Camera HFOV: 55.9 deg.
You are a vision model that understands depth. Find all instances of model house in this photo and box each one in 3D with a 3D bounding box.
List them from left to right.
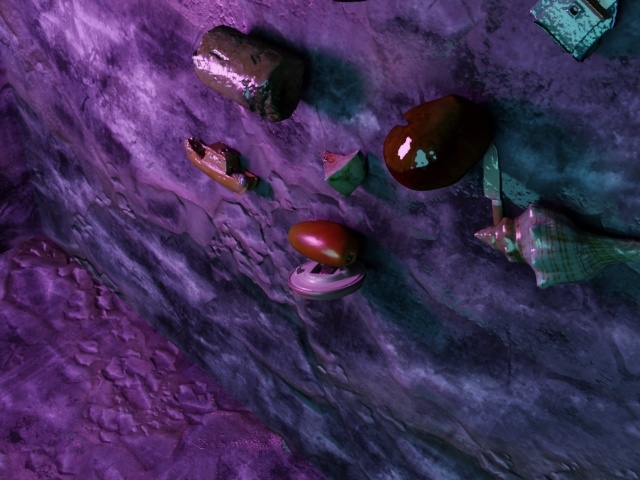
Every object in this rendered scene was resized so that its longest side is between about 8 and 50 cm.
[{"bbox_3d":[0.488,-0.426,1.097,0.148,0.119,0.149,51,131,5],"label":"model house"}]

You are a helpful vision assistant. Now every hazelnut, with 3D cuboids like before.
[{"bbox_3d":[0.274,-0.216,1.398,0.251,0.217,0.217,-38,89,28],"label":"hazelnut"}]

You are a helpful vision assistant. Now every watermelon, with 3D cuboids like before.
[{"bbox_3d":[0.050,-0.186,1.714,0.158,0.121,0.098,11,147,45],"label":"watermelon"}]

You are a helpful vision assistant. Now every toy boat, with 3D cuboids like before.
[{"bbox_3d":[-0.346,-0.270,2.060,0.321,0.089,0.121,35,132,24],"label":"toy boat"}]

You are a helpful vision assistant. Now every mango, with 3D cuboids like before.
[{"bbox_3d":[-0.002,0.003,1.871,0.289,0.146,0.129,10,128,41],"label":"mango"}]

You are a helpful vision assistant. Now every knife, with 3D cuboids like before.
[{"bbox_3d":[0.420,-0.111,1.466,0.047,0.017,0.297,17,130,45],"label":"knife"}]

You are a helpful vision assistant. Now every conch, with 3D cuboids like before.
[{"bbox_3d":[0.534,0.032,1.348,0.386,0.169,0.203,26,159,32],"label":"conch"}]

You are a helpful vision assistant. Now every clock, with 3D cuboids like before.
[{"bbox_3d":[0.020,0.108,1.849,0.244,0.244,0.056,13,119,39],"label":"clock"}]

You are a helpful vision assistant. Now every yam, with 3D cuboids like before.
[{"bbox_3d":[-0.186,-0.461,1.669,0.300,0.195,0.195,33,137,26],"label":"yam"}]
